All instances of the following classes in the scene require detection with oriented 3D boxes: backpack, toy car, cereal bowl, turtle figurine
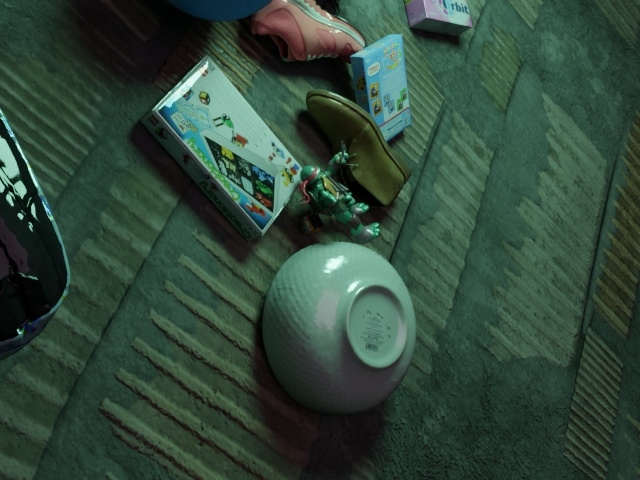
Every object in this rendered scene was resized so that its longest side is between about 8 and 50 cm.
[{"bbox_3d":[-0.497,-0.003,1.189,0.355,0.273,0.290,49,44,9],"label":"backpack"},{"bbox_3d":[0.000,0.000,1.753,0.122,0.040,0.060,57,23,-8],"label":"toy car"},{"bbox_3d":[0.064,0.163,1.665,0.338,0.141,0.339,8,78,-40],"label":"cereal bowl"},{"bbox_3d":[0.029,-0.097,1.734,0.234,0.118,0.175,49,28,-43],"label":"turtle figurine"}]

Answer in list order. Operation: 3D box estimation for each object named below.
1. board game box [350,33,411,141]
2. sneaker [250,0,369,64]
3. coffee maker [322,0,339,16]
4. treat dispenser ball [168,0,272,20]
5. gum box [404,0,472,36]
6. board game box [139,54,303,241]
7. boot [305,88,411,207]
[{"bbox_3d":[0.136,-0.327,1.926,0.160,0.039,0.212,-38,129,-42],"label":"board game box"},{"bbox_3d":[-0.030,-0.426,1.844,0.313,0.116,0.136,25,89,-41],"label":"sneaker"},{"bbox_3d":[0.066,-0.607,1.916,0.120,0.178,0.171,-31,97,-42],"label":"coffee maker"},{"bbox_3d":[-0.185,-0.547,1.595,0.288,0.288,0.288,15,67,-38],"label":"treat dispenser ball"},{"bbox_3d":[0.297,-0.582,2.195,0.188,0.062,0.107,-2,78,-42],"label":"gum box"},{"bbox_3d":[-0.173,-0.173,1.646,0.305,0.053,0.193,50,49,-18],"label":"board game box"},{"bbox_3d":[0.069,-0.190,1.842,0.305,0.112,0.115,44,62,-26],"label":"boot"}]
